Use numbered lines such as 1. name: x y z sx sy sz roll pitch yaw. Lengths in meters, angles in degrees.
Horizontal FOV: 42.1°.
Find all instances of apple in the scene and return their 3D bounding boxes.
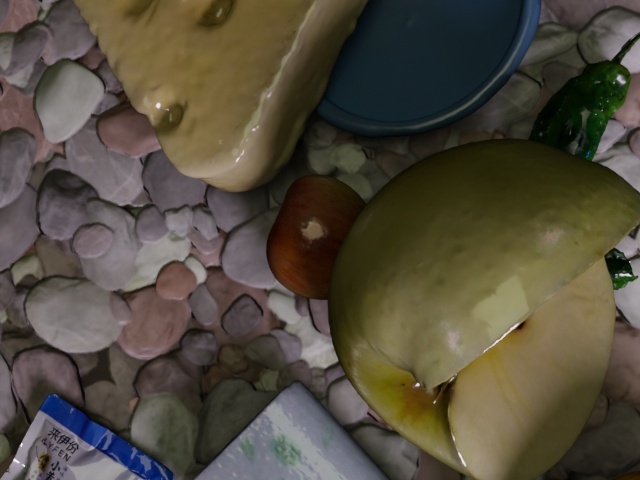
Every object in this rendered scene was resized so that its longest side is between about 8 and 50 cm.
1. apple: 0.001 -0.002 0.843 0.102 0.126 0.126 20 85 -2
2. apple: 0.138 0.045 0.741 0.233 0.295 0.258 27 63 32

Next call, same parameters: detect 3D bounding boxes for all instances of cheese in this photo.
1. cheese: -0.133 -0.277 0.895 0.383 0.104 0.384 -3 81 17

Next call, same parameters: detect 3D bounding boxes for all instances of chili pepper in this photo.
1. chili pepper: 0.275 -0.095 0.846 0.122 0.065 0.279 10 85 1

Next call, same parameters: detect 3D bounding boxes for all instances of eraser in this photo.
1. eraser: -0.007 0.280 0.824 0.174 0.081 0.227 -45 79 1

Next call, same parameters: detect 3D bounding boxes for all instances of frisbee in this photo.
1. frisbee: 0.091 -0.246 0.897 0.289 0.049 0.290 -3 80 19

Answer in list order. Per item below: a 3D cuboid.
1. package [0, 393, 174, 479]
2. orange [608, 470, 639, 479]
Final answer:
1. package: -0.266 0.278 0.890 0.171 0.027 0.173 30 91 11
2. orange: 0.287 0.321 0.686 0.279 0.279 0.235 34 59 12
